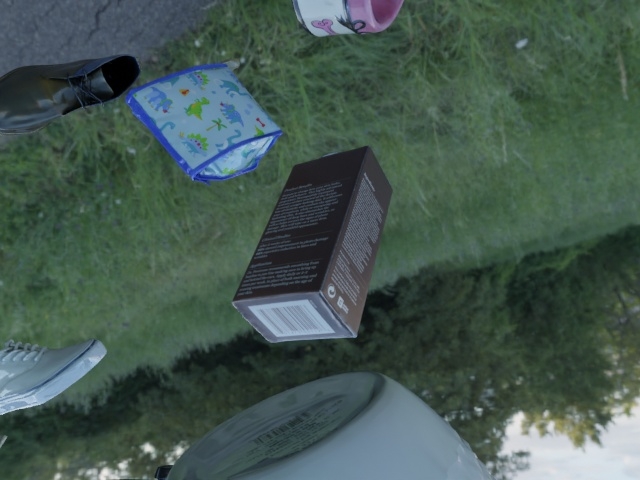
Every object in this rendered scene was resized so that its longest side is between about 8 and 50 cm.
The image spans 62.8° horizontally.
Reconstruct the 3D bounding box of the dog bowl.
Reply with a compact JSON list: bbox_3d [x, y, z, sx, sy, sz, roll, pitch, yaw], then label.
[{"bbox_3d":[0.089,-0.609,1.050,0.151,0.407,0.408,19,169,18],"label":"dog bowl"}]

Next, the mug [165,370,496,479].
[{"bbox_3d":[-0.012,0.294,0.356,0.375,0.327,0.276,-22,179,-8],"label":"mug"}]

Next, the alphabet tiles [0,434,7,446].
[{"bbox_3d":[-0.715,0.492,0.963,0.343,0.285,0.011,-16,129,38],"label":"alphabet tiles"}]

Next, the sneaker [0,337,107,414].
[{"bbox_3d":[-0.443,0.192,0.779,0.258,0.091,0.094,-23,-163,12],"label":"sneaker"}]

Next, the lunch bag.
[{"bbox_3d":[-0.145,-0.141,0.651,0.096,0.128,0.151,-45,173,34],"label":"lunch bag"}]

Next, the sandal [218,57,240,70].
[{"bbox_3d":[-0.256,-0.380,1.267,0.180,0.049,0.072,-21,-171,37],"label":"sandal"}]

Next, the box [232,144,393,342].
[{"bbox_3d":[0.000,0.000,1.008,0.191,0.381,0.143,-10,134,32],"label":"box"}]

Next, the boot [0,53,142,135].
[{"bbox_3d":[-0.335,-0.203,0.689,0.106,0.082,0.219,-8,-153,29],"label":"boot"}]

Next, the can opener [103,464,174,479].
[{"bbox_3d":[-0.384,0.528,1.133,0.186,0.073,0.059,14,147,-36],"label":"can opener"}]
